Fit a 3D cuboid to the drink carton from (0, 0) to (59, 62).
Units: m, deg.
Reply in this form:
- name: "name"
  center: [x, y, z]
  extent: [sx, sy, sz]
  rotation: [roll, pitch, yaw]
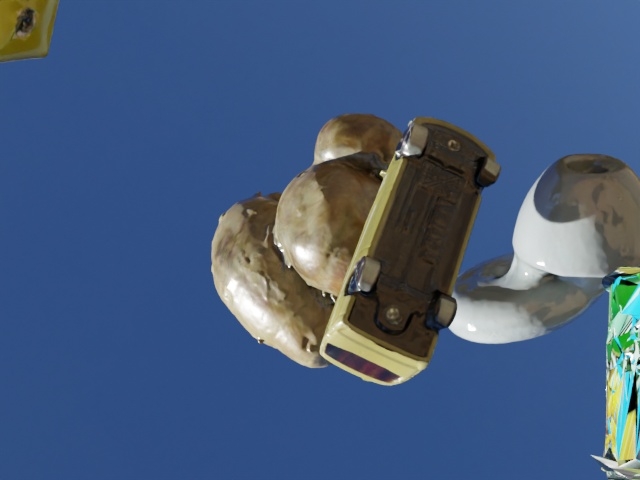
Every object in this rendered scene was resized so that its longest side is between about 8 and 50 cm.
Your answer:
- name: "drink carton"
  center: [-0.293, -0.226, 0.581]
  extent: [0.351, 0.155, 0.111]
  rotation: [27, -156, 20]

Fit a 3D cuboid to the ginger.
- name: "ginger"
  center: [0.000, 0.000, 1.268]
  extent: [0.155, 0.304, 0.245]
  rotation: [18, -138, -37]

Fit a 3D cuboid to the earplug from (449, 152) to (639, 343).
- name: "earplug"
  center: [0.292, 0.021, 1.433]
  extent: [0.175, 0.325, 0.214]
  rotation: [47, -145, 0]

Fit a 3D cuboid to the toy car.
- name: "toy car"
  center: [0.083, 0.008, 1.060]
  extent: [0.101, 0.124, 0.257]
  rotation: [26, -120, -7]

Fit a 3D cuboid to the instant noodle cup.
- name: "instant noodle cup"
  center: [0.349, 0.134, 0.955]
  extent: [0.240, 0.240, 0.178]
  rotation: [18, -104, -31]
